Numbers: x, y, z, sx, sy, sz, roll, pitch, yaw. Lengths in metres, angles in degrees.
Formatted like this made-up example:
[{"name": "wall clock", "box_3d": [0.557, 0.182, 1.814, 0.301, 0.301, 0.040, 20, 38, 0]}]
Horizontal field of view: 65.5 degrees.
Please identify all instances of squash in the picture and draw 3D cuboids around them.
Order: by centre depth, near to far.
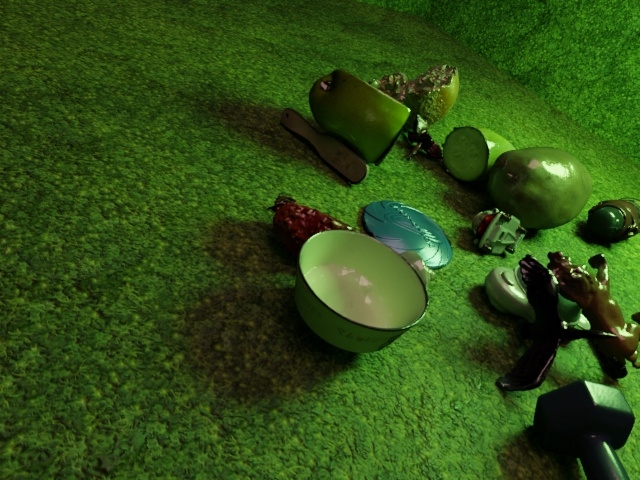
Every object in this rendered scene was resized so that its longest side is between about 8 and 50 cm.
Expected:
[{"name": "squash", "box_3d": [0.533, -0.281, 1.587, 0.260, 0.189, 0.189, -14, 51, -36]}]

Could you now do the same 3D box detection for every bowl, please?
[{"name": "bowl", "box_3d": [0.054, 0.100, 0.868, 0.237, 0.126, 0.238, 16, 37, -13]}]

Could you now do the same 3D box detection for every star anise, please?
[{"name": "star anise", "box_3d": [0.307, -0.300, 1.595, 0.158, 0.144, 0.140, 46, -5, 15]}]

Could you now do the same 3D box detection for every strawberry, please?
[{"name": "strawberry", "box_3d": [0.000, 0.000, 0.992, 0.235, 0.107, 0.175, 26, 1, 4]}]

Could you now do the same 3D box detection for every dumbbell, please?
[{"name": "dumbbell", "box_3d": [0.439, 0.377, 0.744, 0.159, 0.144, 0.325, 19, 35, -13]}]

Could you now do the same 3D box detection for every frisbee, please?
[{"name": "frisbee", "box_3d": [0.216, -0.027, 1.199, 0.241, 0.045, 0.242, 17, 38, -14]}]

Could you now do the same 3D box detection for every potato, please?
[{"name": "potato", "box_3d": [0.630, -0.151, 1.442, 0.326, 0.220, 0.244, -14, 95, -35]}]

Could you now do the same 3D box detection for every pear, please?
[{"name": "pear", "box_3d": [0.086, -0.336, 1.342, 0.292, 0.159, 0.292, 34, 7, -5]}]

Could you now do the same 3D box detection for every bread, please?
[{"name": "bread", "box_3d": [0.303, -0.460, 1.666, 0.313, 0.192, 0.171, 4, 51, 22]}]

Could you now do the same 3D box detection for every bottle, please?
[{"name": "bottle", "box_3d": [0.961, -0.062, 1.614, 0.271, 0.143, 0.156, -9, 23, -42]}]

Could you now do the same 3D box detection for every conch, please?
[{"name": "conch", "box_3d": [0.154, 0.075, 1.023, 0.176, 0.094, 0.105, -13, 59, -5]}]

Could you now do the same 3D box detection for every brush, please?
[{"name": "brush", "box_3d": [0.015, -0.260, 1.356, 0.327, 0.070, 0.065, 42, 20, 23]}]

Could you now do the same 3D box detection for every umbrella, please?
[{"name": "umbrella", "box_3d": [0.665, 0.211, 1.163, 0.053, 0.052, 0.251, 49, 33, -29]}]

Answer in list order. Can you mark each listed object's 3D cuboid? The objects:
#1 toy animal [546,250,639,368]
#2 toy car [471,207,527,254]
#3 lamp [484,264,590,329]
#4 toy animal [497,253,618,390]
[{"name": "toy animal", "box_3d": [0.576, 0.148, 1.030, 0.157, 0.097, 0.313, -22, 78, -36]}, {"name": "toy car", "box_3d": [0.457, -0.028, 1.308, 0.139, 0.112, 0.112, 16, 20, -30]}, {"name": "lamp", "box_3d": [0.493, 0.118, 1.132, 0.245, 0.108, 0.180, 15, 33, -14]}, {"name": "toy animal", "box_3d": [0.468, 0.168, 0.979, 0.197, 0.273, 0.160, 2, -13, 26]}]
